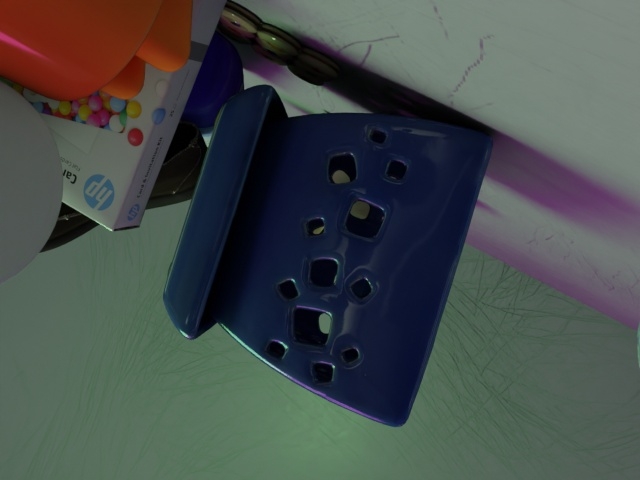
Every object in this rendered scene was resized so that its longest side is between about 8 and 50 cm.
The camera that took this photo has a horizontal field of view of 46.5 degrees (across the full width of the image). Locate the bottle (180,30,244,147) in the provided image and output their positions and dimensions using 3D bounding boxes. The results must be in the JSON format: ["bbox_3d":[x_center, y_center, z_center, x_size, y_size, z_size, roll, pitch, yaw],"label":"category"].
[{"bbox_3d":[-0.137,-0.132,0.766,0.118,0.092,0.283,16,171,-3],"label":"bottle"}]

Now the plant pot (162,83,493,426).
[{"bbox_3d":[0.000,0.000,0.652,0.212,0.236,0.236,18,-178,0],"label":"plant pot"}]

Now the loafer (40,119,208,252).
[{"bbox_3d":[-0.192,-0.058,0.607,0.080,0.220,0.078,57,154,23],"label":"loafer"}]

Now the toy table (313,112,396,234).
[{"bbox_3d":[0.012,-0.045,1.012,0.274,0.252,0.161,19,-166,33],"label":"toy table"}]

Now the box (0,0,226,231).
[{"bbox_3d":[-0.160,-0.122,0.522,0.145,0.186,0.038,29,-164,15],"label":"box"}]

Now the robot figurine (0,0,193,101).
[{"bbox_3d":[-0.168,-0.153,0.382,0.158,0.128,0.219,29,-177,44],"label":"robot figurine"}]

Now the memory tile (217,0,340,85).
[{"bbox_3d":[-0.055,-0.171,0.623,0.148,0.012,0.113,28,-178,-12],"label":"memory tile"}]

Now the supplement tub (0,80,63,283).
[{"bbox_3d":[-0.264,-0.040,0.455,0.200,0.144,0.144,8,168,41],"label":"supplement tub"}]

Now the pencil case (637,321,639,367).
[{"bbox_3d":[0.353,0.106,0.495,0.273,0.113,0.124,27,172,-4],"label":"pencil case"}]
